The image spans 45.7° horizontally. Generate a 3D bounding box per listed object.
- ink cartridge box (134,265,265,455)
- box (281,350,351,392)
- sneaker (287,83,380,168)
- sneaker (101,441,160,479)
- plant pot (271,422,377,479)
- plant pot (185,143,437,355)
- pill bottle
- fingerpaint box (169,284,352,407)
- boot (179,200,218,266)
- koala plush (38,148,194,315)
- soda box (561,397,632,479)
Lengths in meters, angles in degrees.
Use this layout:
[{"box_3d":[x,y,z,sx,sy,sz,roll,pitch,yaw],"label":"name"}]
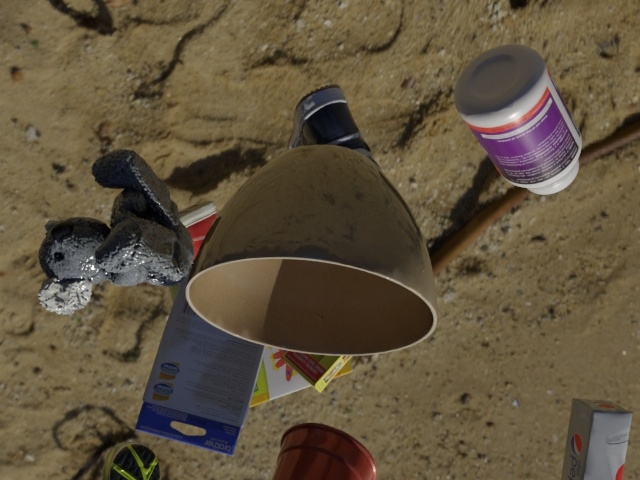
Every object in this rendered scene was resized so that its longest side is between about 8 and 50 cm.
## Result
[{"box_3d":[-0.200,0.215,1.376,0.185,0.311,0.065,16,158,-3],"label":"ink cartridge box"},{"box_3d":[0.042,0.152,1.348,0.087,0.232,0.058,39,169,24],"label":"box"},{"box_3d":[0.021,-0.115,1.187,0.099,0.282,0.153,-23,78,-7],"label":"sneaker"},{"box_3d":[-0.432,0.645,1.715,0.145,0.385,0.147,8,174,-26],"label":"sneaker"},{"box_3d":[-0.025,0.651,1.908,0.272,0.265,0.272,12,129,16],"label":"plant pot"},{"box_3d":[0.000,0.000,0.900,0.284,0.191,0.284,6,153,3],"label":"plant pot"},{"box_3d":[0.406,-0.226,1.515,0.181,0.181,0.323,-17,142,27],"label":"pill bottle"},{"box_3d":[-0.160,0.163,1.882,0.163,0.371,0.445,-15,90,62],"label":"fingerpaint box"},{"box_3d":[-0.284,0.037,1.553,0.088,0.244,0.176,-5,106,43],"label":"boot"},{"box_3d":[-0.326,0.010,1.143,0.221,0.196,0.203,-20,148,11],"label":"koala plush"},{"box_3d":[0.600,0.499,1.671,0.098,0.091,0.286,7,94,-11],"label":"soda box"}]
